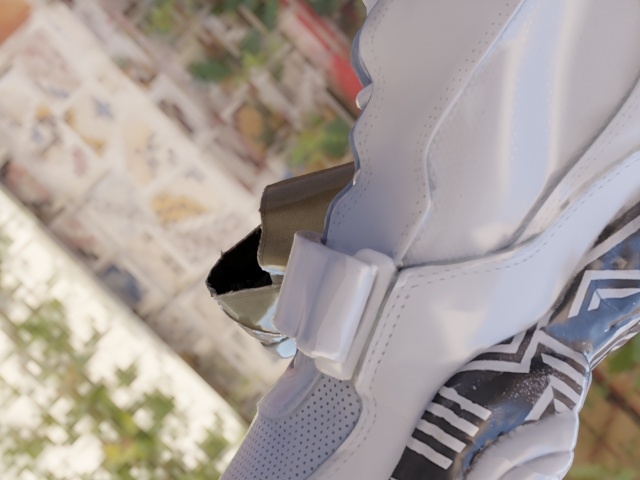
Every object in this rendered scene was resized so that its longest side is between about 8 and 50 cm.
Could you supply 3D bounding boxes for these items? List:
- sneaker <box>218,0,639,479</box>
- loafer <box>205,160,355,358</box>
[{"bbox_3d":[0.025,-0.029,0.634,0.366,0.210,0.137,-46,-177,-1],"label":"sneaker"},{"bbox_3d":[0.000,0.000,1.250,0.251,0.087,0.094,-45,-153,46],"label":"loafer"}]
